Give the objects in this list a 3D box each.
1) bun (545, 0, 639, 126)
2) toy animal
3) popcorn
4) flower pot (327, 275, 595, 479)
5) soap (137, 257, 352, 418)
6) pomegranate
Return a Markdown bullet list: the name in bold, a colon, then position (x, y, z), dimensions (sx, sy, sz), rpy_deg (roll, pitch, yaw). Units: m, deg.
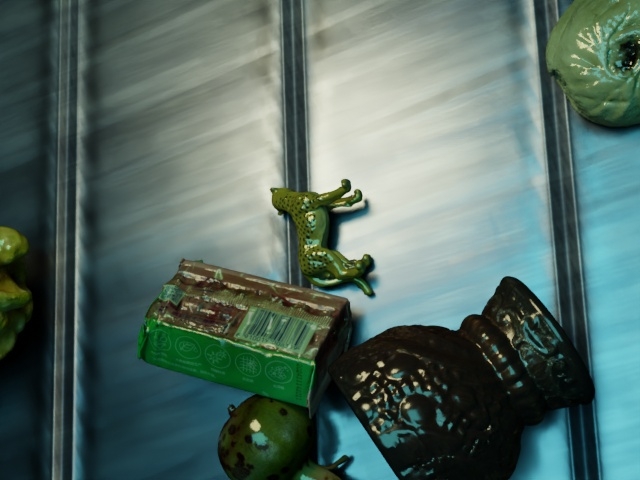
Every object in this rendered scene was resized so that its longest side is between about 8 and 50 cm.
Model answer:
- **bun**: position (0.418, -0.267, 1.514), dimensions (0.221, 0.108, 0.221), rpy_deg (-4, 76, 16)
- **toy animal**: position (0.000, 0.000, 1.610), dimensions (0.136, 0.073, 0.181), rpy_deg (-11, 87, 22)
- **popcorn**: position (-0.547, 0.099, 1.673), dimensions (0.242, 0.235, 0.250), rpy_deg (-3, 88, 58)
- **flower pot**: position (0.185, 0.193, 1.416), dimensions (0.267, 0.266, 0.266), rpy_deg (-35, 70, -5)
- **soap**: position (-0.102, 0.126, 1.540), dimensions (0.273, 0.218, 0.098), rpy_deg (12, 122, 14)
- **pomegranate**: position (-0.059, 0.287, 1.531), dimensions (0.169, 0.148, 0.148), rpy_deg (43, 93, -17)
